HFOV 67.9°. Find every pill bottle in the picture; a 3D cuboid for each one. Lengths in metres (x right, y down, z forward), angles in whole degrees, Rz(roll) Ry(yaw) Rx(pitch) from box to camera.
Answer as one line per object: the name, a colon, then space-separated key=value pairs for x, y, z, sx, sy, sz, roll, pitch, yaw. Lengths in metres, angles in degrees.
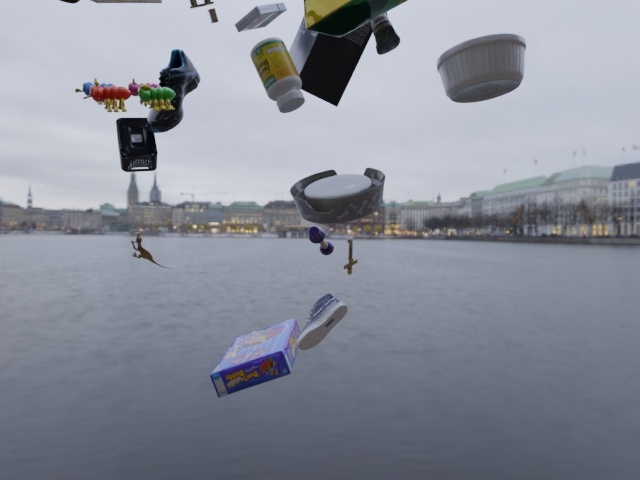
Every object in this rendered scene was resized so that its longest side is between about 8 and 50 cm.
pill bottle: x=-0.128 y=-0.509 z=1.478 sx=0.118 sy=0.208 sz=0.117 roll=-23 pitch=-6 yaw=-3

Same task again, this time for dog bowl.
dog bowl: x=0.068 y=-0.166 z=1.733 sx=0.349 sy=0.102 sz=0.348 roll=-9 pitch=25 yaw=4

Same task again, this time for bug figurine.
bug figurine: x=-0.493 y=-0.373 z=1.205 sx=0.216 sy=0.072 sz=0.279 roll=-8 pitch=22 yaw=-30

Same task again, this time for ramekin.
ramekin: x=0.508 y=-0.528 z=1.494 sx=0.273 sy=0.127 sz=0.273 roll=-7 pitch=-3 yaw=0

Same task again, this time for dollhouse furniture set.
dollhouse furniture set: x=-0.488 y=-0.988 z=1.956 sx=0.101 sy=0.181 sz=0.161 roll=-20 pitch=26 yaw=-13

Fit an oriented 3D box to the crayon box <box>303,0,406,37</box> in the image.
crayon box: x=0.089 y=-0.617 z=0.882 sx=0.106 sy=0.362 sz=0.313 roll=-5 pitch=3 yaw=-38

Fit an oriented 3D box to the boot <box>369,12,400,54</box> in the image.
boot: x=0.144 y=-0.629 z=1.281 sx=0.076 sy=0.208 sz=0.189 roll=-24 pitch=-8 yaw=7

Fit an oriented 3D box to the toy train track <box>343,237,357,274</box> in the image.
toy train track: x=0.062 y=0.034 z=1.040 sx=0.014 sy=0.083 sz=0.048 roll=18 pitch=27 yaw=38

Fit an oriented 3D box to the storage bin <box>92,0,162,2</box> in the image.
storage bin: x=-0.703 y=-0.865 z=1.534 sx=0.260 sy=0.123 sz=0.262 roll=27 pitch=35 yaw=19

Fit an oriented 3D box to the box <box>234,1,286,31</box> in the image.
box: x=-0.248 y=-0.930 z=1.982 sx=0.145 sy=0.038 sz=0.186 roll=-17 pitch=17 yaw=41

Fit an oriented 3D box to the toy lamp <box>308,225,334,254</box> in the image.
toy lamp: x=0.000 y=0.000 z=2.145 sx=0.080 sy=0.080 sz=0.274 roll=1 pitch=-18 yaw=14

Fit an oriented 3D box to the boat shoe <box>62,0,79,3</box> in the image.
boat shoe: x=-0.661 y=-0.623 z=1.138 sx=0.190 sy=0.068 sz=0.072 roll=20 pitch=38 yaw=-14

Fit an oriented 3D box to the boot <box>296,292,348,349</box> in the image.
boot: x=-0.011 y=0.241 z=1.423 sx=0.190 sy=0.069 sz=0.086 roll=-38 pitch=40 yaw=-16

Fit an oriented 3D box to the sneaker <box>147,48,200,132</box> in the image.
sneaker: x=-0.543 y=-0.530 z=1.688 sx=0.125 sy=0.340 sz=0.139 roll=4 pitch=-30 yaw=13

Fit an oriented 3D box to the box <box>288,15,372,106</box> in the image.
box: x=0.013 y=-0.697 z=1.744 sx=0.179 sy=0.312 sz=0.343 roll=20 pitch=19 yaw=-23

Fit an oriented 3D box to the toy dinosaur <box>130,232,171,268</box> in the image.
toy dinosaur: x=-0.611 y=0.049 z=1.664 sx=0.093 sy=0.053 sz=0.183 roll=11 pitch=-37 yaw=37

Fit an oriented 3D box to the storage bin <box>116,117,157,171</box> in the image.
storage bin: x=-0.653 y=-0.342 z=1.692 sx=0.122 sy=0.180 sz=0.084 roll=-6 pitch=-27 yaw=-24

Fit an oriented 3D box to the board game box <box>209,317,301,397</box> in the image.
board game box: x=-0.197 y=0.372 z=1.564 sx=0.233 sy=0.078 sz=0.347 roll=-19 pitch=5 yaw=6
